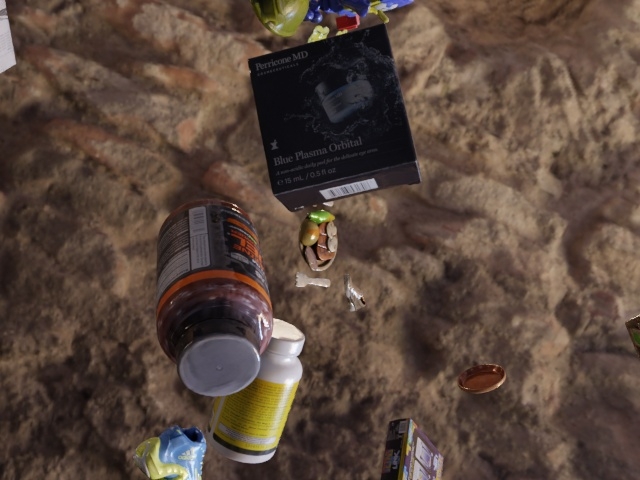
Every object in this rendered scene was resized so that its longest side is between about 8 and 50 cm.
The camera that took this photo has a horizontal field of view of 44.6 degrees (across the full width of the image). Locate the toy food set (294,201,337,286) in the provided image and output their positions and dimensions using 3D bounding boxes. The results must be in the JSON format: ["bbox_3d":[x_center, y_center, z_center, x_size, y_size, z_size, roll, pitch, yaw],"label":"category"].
[{"bbox_3d":[0.000,0.000,1.590,0.038,0.192,0.132,-3,173,38],"label":"toy food set"}]

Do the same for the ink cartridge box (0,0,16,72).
[{"bbox_3d":[-0.381,-0.240,0.800,0.099,0.135,0.056,7,-147,9],"label":"ink cartridge box"}]

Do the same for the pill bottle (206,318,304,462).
[{"bbox_3d":[-0.156,0.373,1.973,0.187,0.334,0.188,18,-167,-4],"label":"pill bottle"}]

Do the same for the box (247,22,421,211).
[{"bbox_3d":[0.016,-0.129,0.849,0.155,0.158,0.093,-13,169,8],"label":"box"}]

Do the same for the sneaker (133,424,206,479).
[{"bbox_3d":[-0.252,0.442,1.511,0.126,0.240,0.091,-41,-136,-13],"label":"sneaker"}]

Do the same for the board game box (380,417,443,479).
[{"bbox_3d":[0.165,0.432,1.410,0.141,0.048,0.170,53,-145,-32],"label":"board game box"}]

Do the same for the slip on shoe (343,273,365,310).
[{"bbox_3d":[0.081,0.123,1.866,0.041,0.135,0.051,-8,-131,6],"label":"slip on shoe"}]

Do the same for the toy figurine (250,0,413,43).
[{"bbox_3d":[0.051,-0.428,1.250,0.217,0.191,0.362,-8,-174,25],"label":"toy figurine"}]

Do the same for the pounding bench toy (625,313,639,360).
[{"bbox_3d":[0.357,0.088,0.820,0.052,0.083,0.065,-24,-174,-4],"label":"pounding bench toy"}]

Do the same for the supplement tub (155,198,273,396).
[{"bbox_3d":[-0.099,0.051,0.724,0.106,0.106,0.198,12,-149,-19],"label":"supplement tub"}]

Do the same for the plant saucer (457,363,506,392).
[{"bbox_3d":[0.276,0.239,1.338,0.083,0.013,0.083,-16,-163,5],"label":"plant saucer"}]
